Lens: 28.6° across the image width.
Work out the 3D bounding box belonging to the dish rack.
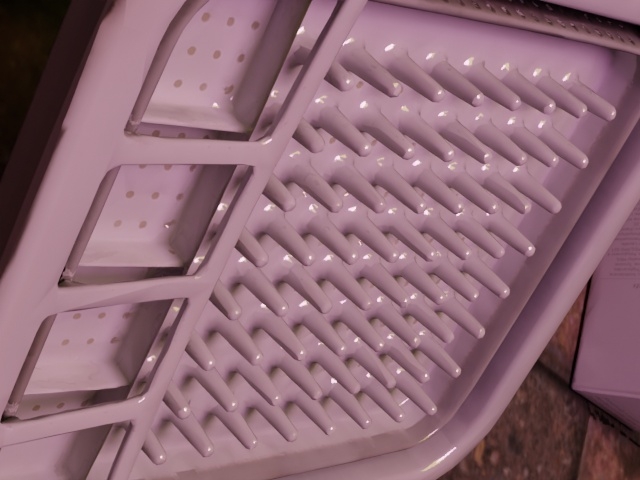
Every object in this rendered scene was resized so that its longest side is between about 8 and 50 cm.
[{"bbox_3d":[0.000,0.000,0.507,0.332,0.072,0.286,0,125,-46],"label":"dish rack"}]

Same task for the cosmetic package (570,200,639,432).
[{"bbox_3d":[0.271,0.026,0.965,0.117,0.085,0.231,34,66,-44],"label":"cosmetic package"}]
